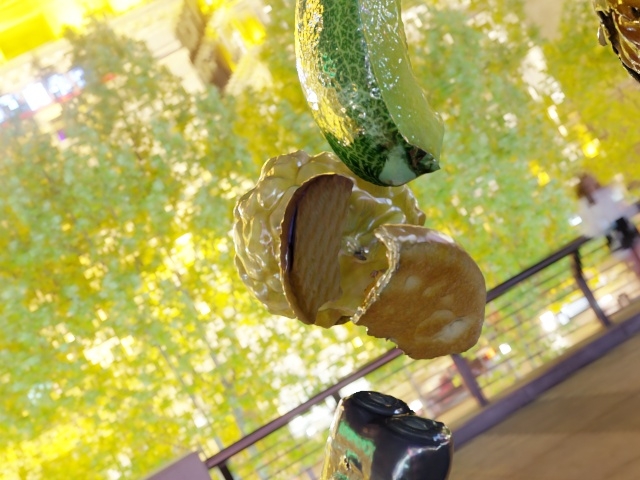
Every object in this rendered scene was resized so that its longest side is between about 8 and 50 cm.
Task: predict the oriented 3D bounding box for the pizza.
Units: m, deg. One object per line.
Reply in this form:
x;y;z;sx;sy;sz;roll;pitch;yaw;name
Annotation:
0.145;0.080;1.410;0.182;0.074;0.365;-40;-38;10;pizza

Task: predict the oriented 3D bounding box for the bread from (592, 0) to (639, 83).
0.465;-0.215;1.086;0.204;0.337;0.358;-47;-4;10;bread

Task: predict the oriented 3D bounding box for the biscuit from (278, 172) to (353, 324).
-0.001;0.000;1.456;0.031;0.176;0.228;-2;37;35;biscuit

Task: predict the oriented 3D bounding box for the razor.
0.054;0.375;1.286;0.114;0.349;0.204;14;8;-34;razor

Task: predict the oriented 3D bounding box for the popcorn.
-0.002;-0.028;1.733;0.349;0.381;0.349;-12;-50;-15;popcorn

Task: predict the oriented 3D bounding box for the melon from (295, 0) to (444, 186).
0.069;-0.253;1.430;0.226;0.343;0.331;10;-36;-10;melon
